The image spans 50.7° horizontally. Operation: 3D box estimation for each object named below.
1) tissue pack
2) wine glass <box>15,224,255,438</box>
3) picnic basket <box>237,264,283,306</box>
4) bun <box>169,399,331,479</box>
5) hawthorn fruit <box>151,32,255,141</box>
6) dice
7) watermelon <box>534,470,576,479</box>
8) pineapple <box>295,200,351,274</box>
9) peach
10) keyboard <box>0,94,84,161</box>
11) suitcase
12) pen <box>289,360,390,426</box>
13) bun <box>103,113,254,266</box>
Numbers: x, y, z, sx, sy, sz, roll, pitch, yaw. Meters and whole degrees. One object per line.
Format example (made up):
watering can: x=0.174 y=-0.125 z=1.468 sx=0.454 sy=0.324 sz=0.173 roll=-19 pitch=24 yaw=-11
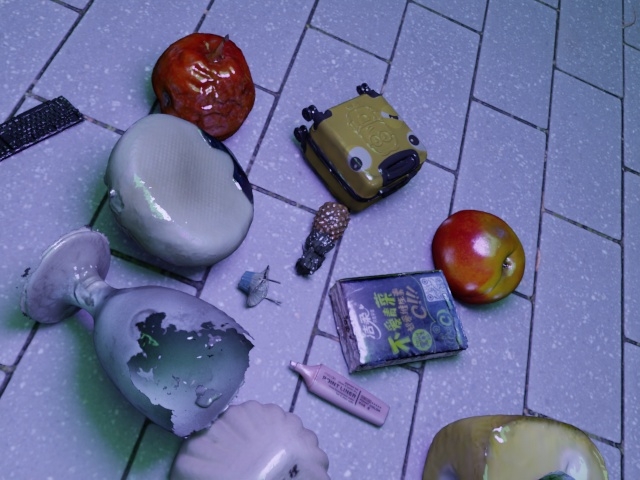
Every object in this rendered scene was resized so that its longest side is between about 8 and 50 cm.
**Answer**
tissue pack: x=0.147 y=0.147 z=1.273 sx=0.235 sy=0.073 sz=0.174 roll=-5 pitch=64 yaw=-23
wine glass: x=-0.269 y=0.134 z=1.015 sx=0.356 sy=0.191 sz=0.190 roll=31 pitch=53 yaw=23
picnic basket: x=-0.106 y=0.083 z=1.221 sx=0.083 sy=0.065 sz=0.083 roll=23 pitch=50 yaw=13
bun: x=-0.091 y=0.357 z=1.008 sx=0.263 sy=0.175 sz=0.263 roll=8 pitch=61 yaw=-15
hawthorn fruit: x=-0.218 y=-0.313 z=1.293 sx=0.207 sy=0.243 sz=0.208 roll=10 pitch=61 yaw=-18
dice: x=0.307 y=0.423 z=1.085 sx=0.233 sy=0.227 sz=0.239 roll=13 pitch=60 yaw=-13
watermelon: x=0.336 y=0.414 z=0.934 sx=0.139 sy=0.071 sz=0.187 roll=48 pitch=59 yaw=1
pineapple: x=0.000 y=0.000 z=1.305 sx=0.074 sy=0.074 sz=0.159 roll=29 pitch=61 yaw=-3
peach: x=0.314 y=0.034 z=1.375 sx=0.190 sy=0.192 sz=0.190 roll=-6 pitch=102 yaw=-26
keyboard: x=-0.549 y=-0.200 z=1.236 sx=0.072 sy=0.023 sz=0.231 roll=45 pitch=57 yaw=10
suitcase: x=0.082 y=-0.185 z=1.393 sx=0.193 sy=0.143 sz=0.235 roll=-29 pitch=74 yaw=-32
pen: x=0.031 y=0.262 z=1.190 sx=0.197 sy=0.032 sz=0.053 roll=29 pitch=56 yaw=-5
bun: x=-0.260 y=-0.069 z=1.192 sx=0.283 sy=0.179 sz=0.283 roll=25 pitch=48 yaw=-31
